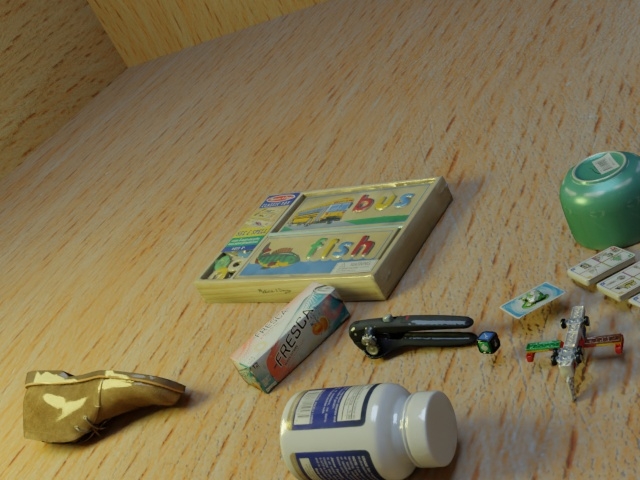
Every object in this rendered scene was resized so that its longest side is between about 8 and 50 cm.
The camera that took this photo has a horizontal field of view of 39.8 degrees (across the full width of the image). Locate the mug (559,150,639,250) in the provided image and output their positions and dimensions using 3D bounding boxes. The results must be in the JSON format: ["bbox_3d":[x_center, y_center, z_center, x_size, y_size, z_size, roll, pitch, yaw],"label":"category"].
[{"bbox_3d":[0.388,-0.064,1.226,0.157,0.097,0.129,4,41,46],"label":"mug"}]

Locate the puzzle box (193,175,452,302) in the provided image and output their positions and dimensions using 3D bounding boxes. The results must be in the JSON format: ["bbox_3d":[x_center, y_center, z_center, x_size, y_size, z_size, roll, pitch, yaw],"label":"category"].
[{"bbox_3d":[0.000,0.000,1.535,0.409,0.052,0.272,-4,35,39],"label":"puzzle box"}]

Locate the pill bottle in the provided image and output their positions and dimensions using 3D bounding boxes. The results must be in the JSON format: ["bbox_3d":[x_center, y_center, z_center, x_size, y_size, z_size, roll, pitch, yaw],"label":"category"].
[{"bbox_3d":[0.057,0.224,1.027,0.186,0.112,0.112,-10,32,31],"label":"pill bottle"}]

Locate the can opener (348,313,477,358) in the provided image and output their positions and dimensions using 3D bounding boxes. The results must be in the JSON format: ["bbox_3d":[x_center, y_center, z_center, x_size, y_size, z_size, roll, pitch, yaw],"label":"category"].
[{"bbox_3d":[0.123,0.122,1.199,0.186,0.059,0.073,-9,33,35],"label":"can opener"}]

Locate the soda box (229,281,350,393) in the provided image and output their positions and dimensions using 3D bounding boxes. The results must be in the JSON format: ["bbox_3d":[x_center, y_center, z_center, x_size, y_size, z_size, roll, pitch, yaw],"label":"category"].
[{"bbox_3d":[-0.045,0.143,1.323,0.183,0.058,0.063,-42,30,-23],"label":"soda box"}]

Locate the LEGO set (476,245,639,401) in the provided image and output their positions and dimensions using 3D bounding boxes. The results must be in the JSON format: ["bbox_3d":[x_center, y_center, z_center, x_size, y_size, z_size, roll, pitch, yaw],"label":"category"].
[{"bbox_3d":[0.321,0.099,1.089,0.244,0.060,0.182,-26,21,-11],"label":"LEGO set"}]

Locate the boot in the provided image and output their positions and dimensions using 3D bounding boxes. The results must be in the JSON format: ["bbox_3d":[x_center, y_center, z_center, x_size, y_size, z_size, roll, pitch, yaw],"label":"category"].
[{"bbox_3d":[-0.344,0.265,1.389,0.305,0.112,0.115,-8,63,27],"label":"boot"}]
